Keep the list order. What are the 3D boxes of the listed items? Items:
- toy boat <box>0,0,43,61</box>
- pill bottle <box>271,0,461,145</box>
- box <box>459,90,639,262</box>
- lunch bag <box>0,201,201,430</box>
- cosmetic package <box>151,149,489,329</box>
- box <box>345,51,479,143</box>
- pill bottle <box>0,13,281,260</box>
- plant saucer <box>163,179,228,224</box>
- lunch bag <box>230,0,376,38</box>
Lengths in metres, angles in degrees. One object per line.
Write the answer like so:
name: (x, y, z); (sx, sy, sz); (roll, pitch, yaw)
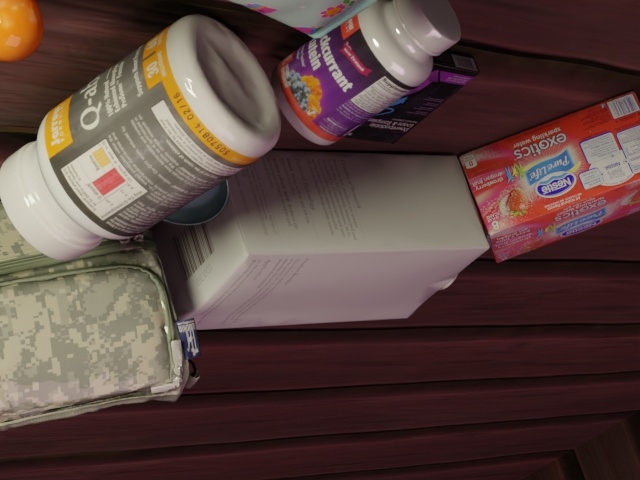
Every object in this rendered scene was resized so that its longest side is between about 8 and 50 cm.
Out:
toy boat: (-0.261, -0.216, 1.136); (0.231, 0.151, 0.151); (-19, 177, -12)
pill bottle: (0.050, -0.193, 1.511); (0.193, 0.108, 0.108); (-33, 153, 29)
box: (0.331, -0.083, 1.934); (0.257, 0.128, 0.122); (-21, 156, 4)
lunch bag: (-0.319, 0.095, 1.686); (0.305, 0.256, 0.212); (-10, 156, -20)
cosmetic package: (0.000, 0.000, 1.846); (0.385, 0.156, 0.217); (-1, 152, -37)
box: (0.094, -0.172, 1.690); (0.116, 0.029, 0.162); (4, 149, -42)
pill bottle: (-0.191, -0.099, 1.471); (0.278, 0.162, 0.162); (-30, 154, 25)
plant saucer: (-0.164, -0.071, 1.669); (0.119, 0.021, 0.119); (6, 128, 8)
lunch bag: (0.007, -0.306, 1.172); (0.262, 0.160, 0.223); (-28, 155, 35)
